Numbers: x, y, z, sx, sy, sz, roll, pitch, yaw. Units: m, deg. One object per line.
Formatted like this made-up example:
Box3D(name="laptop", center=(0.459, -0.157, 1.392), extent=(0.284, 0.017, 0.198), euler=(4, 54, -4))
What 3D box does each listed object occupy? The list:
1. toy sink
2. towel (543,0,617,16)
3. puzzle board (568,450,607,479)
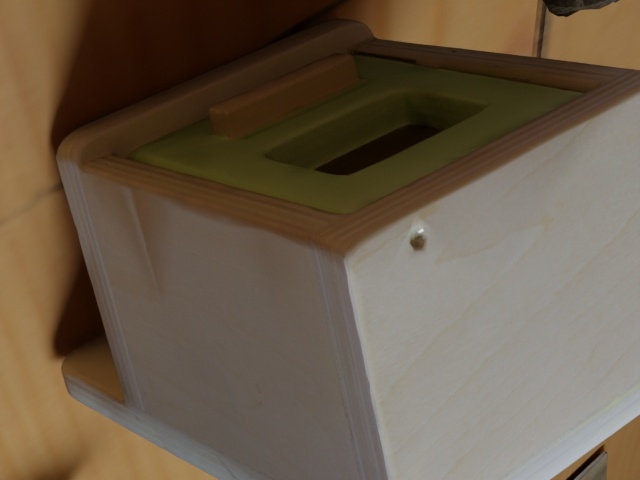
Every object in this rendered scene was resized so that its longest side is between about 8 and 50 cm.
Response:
Box3D(name="toy sink", center=(0.000, 0.000, 0.539), extent=(0.152, 0.234, 0.131), euler=(-27, 117, -31))
Box3D(name="towel", center=(0.145, -0.231, 0.483), extent=(0.283, 0.121, 0.235), euler=(-33, 148, -25))
Box3D(name="puzzle board", center=(0.244, 0.260, 1.364), extent=(0.096, 0.011, 0.128), euler=(-41, 152, -14))
